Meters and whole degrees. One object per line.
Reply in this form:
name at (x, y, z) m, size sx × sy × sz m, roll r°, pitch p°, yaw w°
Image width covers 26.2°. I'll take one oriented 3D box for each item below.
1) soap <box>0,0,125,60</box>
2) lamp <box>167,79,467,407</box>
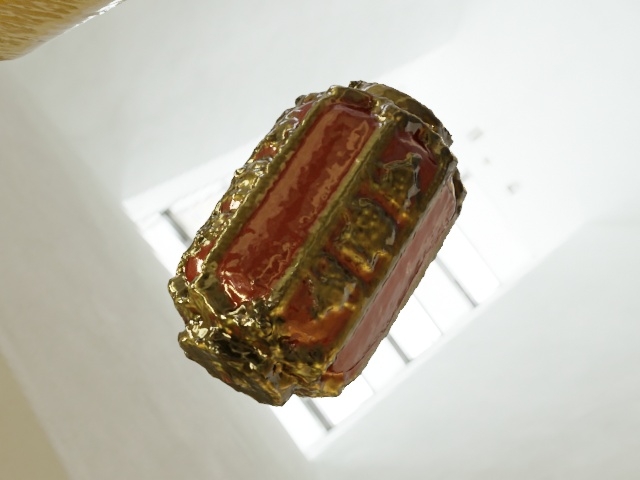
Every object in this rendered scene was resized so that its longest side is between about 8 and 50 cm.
soap at (-0.149, -0.136, 0.491) m, size 0.174 × 0.274 × 0.089 m, roll 16°, pitch -95°, yaw -21°
lamp at (0.000, 0.000, 1.106) m, size 0.177 × 0.177 × 0.274 m, roll 39°, pitch -110°, yaw -14°
